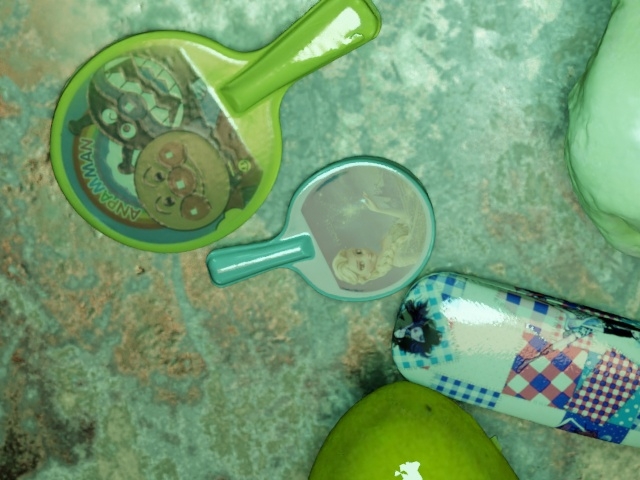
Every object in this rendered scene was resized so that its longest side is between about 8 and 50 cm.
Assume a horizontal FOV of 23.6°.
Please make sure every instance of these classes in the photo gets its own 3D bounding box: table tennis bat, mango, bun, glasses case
[{"bbox_3d":[-0.100,-0.130,1.511,0.368,0.054,0.224,-32,102,12],"label":"table tennis bat"},{"bbox_3d":[0.128,0.356,1.543,0.301,0.220,0.445,-13,101,9],"label":"mango"},{"bbox_3d":[0.354,-0.140,1.411,0.361,0.213,0.361,-22,128,-32],"label":"bun"},{"bbox_3d":[0.000,0.000,1.551,0.237,0.038,0.149,-14,104,2],"label":"table tennis bat"},{"bbox_3d":[0.234,0.124,1.554,0.327,0.076,0.125,16,106,-2],"label":"glasses case"}]
